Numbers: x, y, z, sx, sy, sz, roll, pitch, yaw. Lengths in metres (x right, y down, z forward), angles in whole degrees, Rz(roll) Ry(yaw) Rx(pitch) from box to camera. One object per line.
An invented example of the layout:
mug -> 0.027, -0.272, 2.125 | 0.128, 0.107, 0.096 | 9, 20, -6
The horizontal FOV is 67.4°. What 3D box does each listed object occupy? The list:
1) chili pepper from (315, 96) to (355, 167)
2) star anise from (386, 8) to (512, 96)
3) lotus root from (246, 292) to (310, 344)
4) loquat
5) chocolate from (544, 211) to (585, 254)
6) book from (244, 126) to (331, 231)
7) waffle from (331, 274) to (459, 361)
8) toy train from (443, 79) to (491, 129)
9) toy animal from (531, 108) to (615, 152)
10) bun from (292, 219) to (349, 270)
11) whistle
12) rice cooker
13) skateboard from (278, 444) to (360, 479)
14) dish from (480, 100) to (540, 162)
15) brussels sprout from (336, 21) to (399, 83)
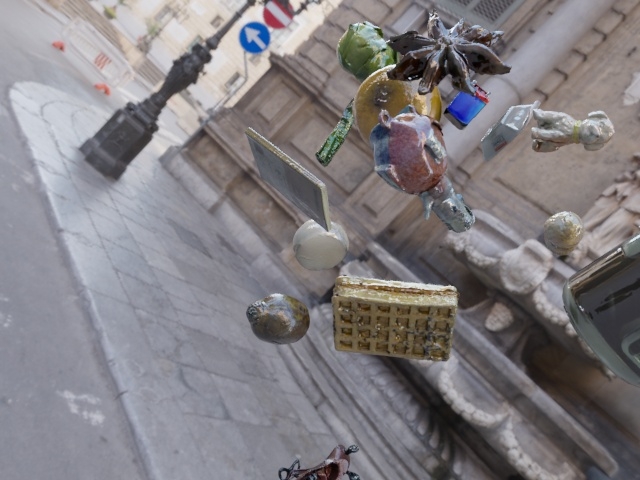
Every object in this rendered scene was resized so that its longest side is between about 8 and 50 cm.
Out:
chili pepper -> 0.086, -0.447, 1.912 | 0.076, 0.359, 0.085 | 14, -26, 37
star anise -> 0.278, -0.412, 1.055 | 0.288, 0.288, 0.088 | 45, -13, 25
lotus root -> -0.095, 0.180, 1.089 | 0.120, 0.120, 0.209 | 45, 10, 33
loquat -> 0.225, -0.376, 1.404 | 0.263, 0.263, 0.263 | 44, 2, -1
chocolate -> 0.889, -0.025, 1.763 | 0.134, 0.134, 0.309 | 45, 7, 23
book -> -0.057, -0.109, 0.872 | 0.199, 0.016, 0.138 | 40, -19, 25
waffle -> 0.226, 0.239, 1.483 | 0.114, 0.376, 0.261 | -70, 160, -55
toy train -> 0.419, -0.384, 1.388 | 0.083, 0.131, 0.204 | 40, 8, 5
toy animal -> 0.654, -0.272, 1.246 | 0.185, 0.104, 0.184 | 1, -11, 29
bun -> 0.000, 0.000, 1.461 | 0.173, 0.173, 0.120 | 43, 27, -37
whistle -> 0.200, -0.123, 0.901 | 0.346, 0.134, 0.142 | 40, 39, -39
rice cooker -> 0.784, 0.147, 1.100 | 0.335, 0.325, 0.335 | 30, 35, -23
skateboard -> -0.004, 0.407, 0.848 | 0.151, 0.067, 0.080 | -6, 7, -41
dish -> 0.598, -0.364, 1.529 | 0.064, 0.154, 0.234 | 40, -26, 1
brussels sprout -> 0.199, -0.800, 2.061 | 0.259, 0.227, 0.294 | 43, 20, -5
